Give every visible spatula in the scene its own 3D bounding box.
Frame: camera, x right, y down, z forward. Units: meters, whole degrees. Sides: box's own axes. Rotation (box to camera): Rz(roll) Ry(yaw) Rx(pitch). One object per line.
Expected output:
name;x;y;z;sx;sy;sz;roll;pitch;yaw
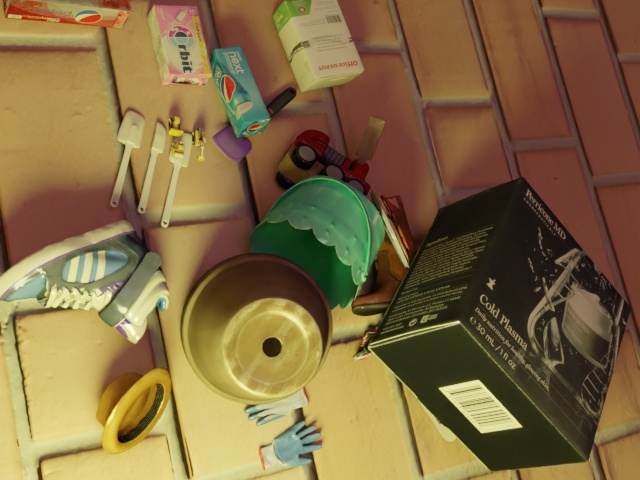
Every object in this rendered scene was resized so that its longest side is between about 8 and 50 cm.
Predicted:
spatula;-0.381;-0.159;1.865;0.168;0.019;0.242;22;64;-28
spatula;-0.147;-0.289;2.029;0.084;0.030;0.296;49;57;-8

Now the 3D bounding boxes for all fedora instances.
fedora;-0.377;0.322;1.652;0.079;0.194;0.194;26;56;23

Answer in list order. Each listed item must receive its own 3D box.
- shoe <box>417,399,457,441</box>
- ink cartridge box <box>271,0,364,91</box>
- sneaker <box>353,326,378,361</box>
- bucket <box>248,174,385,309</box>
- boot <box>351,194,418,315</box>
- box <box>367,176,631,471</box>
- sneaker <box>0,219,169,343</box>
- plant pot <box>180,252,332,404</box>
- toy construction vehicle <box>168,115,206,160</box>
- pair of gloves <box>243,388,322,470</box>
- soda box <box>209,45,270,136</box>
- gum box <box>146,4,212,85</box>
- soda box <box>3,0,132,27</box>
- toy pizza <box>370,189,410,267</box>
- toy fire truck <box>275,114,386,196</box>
shoe;0.298;0.393;2.038;0.081;0.063;0.178;-36;98;-34
ink cartridge box;-0.006;-0.501;2.139;0.160;0.092;0.219;-16;83;-32
sneaker;0.113;0.245;1.995;0.119;0.047;0.057;-29;83;-40
bucket;0.000;0.000;1.885;0.281;0.281;0.183;42;55;-11
boot;0.142;0.030;2.050;0.264;0.096;0.280;-16;80;-29
box;0.438;0.203;1.981;0.480;0.297;0.472;46;49;-18
sneaker;-0.451;0.114;1.667;0.323;0.130;0.236;-27;84;-38
plant pot;-0.116;0.191;1.679;0.323;0.280;0.323;0;93;-10
toy construction vehicle;-0.302;-0.232;1.909;0.086;0.035;0.098;11;65;-32
pair of gloves;-0.082;0.403;1.844;0.159;0.023;0.198;-12;81;-32
soda box;-0.193;-0.351;1.980;0.071;0.067;0.210;-13;70;-28
gum box;-0.329;-0.451;1.961;0.107;0.062;0.188;-8;78;-31
soda box;-0.556;-0.536;1.849;0.263;0.083;0.092;-2;73;-30
toy pizza;0.170;-0.030;1.959;0.032;0.201;0.201;-25;87;3
toy fire truck;0.042;-0.206;2.042;0.217;0.158;0.246;34;48;-7
